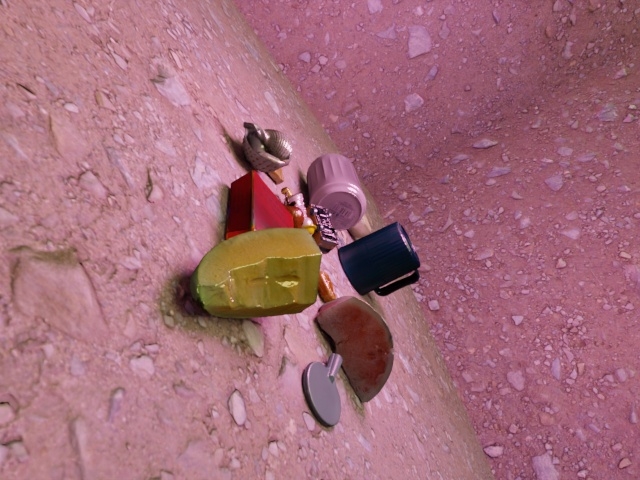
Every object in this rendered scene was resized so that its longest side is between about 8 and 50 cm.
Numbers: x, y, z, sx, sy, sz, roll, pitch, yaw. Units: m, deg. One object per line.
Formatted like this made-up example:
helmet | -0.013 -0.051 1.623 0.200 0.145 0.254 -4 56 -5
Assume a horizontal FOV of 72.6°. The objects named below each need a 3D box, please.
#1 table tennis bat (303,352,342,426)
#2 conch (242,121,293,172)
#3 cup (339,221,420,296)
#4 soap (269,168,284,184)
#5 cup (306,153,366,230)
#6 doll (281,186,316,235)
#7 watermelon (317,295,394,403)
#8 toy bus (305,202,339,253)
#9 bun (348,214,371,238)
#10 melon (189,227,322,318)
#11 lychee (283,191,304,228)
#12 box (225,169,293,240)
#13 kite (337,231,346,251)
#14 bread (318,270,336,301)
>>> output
table tennis bat | 0.017 0.357 1.095 0.153 0.040 0.244 60 19 -7
conch | -0.188 -0.300 1.454 0.200 0.131 0.172 25 55 -18
cup | 0.280 0.102 1.928 0.308 0.292 0.242 61 15 -1
soap | -0.193 -0.322 1.652 0.092 0.037 0.252 47 20 -45
cup | 0.065 -0.174 1.923 0.327 0.236 0.323 -99 -178 -55
doll | -0.076 -0.092 1.533 0.129 0.081 0.207 30 35 -85
watermelon | 0.113 0.317 1.315 0.180 0.224 0.305 -27 90 -31
toy bus | -0.007 -0.038 1.610 0.091 0.103 0.182 16 41 -36
bun | 0.194 -0.099 2.372 0.195 0.118 0.195 61 14 -26
melon | -0.133 0.072 0.878 0.323 0.124 0.196 -1 93 -47
lychee | -0.107 -0.079 1.358 0.114 0.101 0.140 -2 -75 65
box | -0.149 -0.017 1.131 0.197 0.089 0.313 52 16 -36
kite | 0.085 -0.026 2.073 0.169 0.015 0.310 40 26 -52
bread | 0.016 0.154 1.454 0.111 0.044 0.083 66 12 13
